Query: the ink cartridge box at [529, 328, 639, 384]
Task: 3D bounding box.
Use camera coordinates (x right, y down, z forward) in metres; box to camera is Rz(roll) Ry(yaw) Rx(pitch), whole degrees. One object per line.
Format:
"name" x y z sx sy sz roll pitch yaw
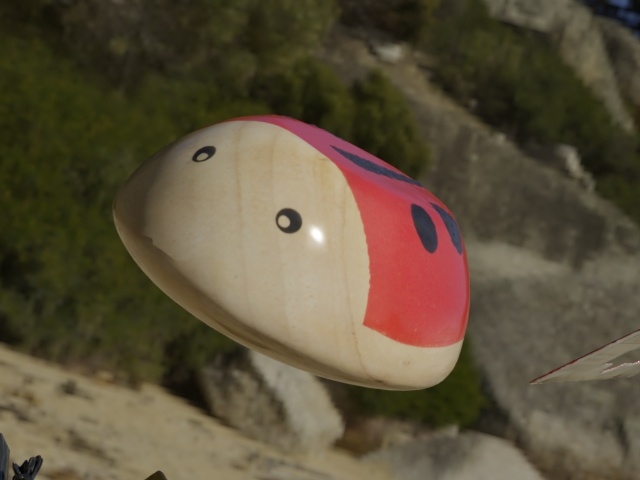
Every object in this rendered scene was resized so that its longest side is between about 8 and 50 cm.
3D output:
"ink cartridge box" 0.210 -0.008 0.746 0.232 0.066 0.189 -23 -13 21

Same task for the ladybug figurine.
"ladybug figurine" 0.000 0.000 1.489 0.305 0.162 0.449 36 9 20

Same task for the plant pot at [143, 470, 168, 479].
"plant pot" -0.147 0.278 1.553 0.083 0.081 0.081 41 -16 55

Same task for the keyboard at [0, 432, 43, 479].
"keyboard" -0.217 0.181 1.073 0.023 0.108 0.180 49 6 -21
